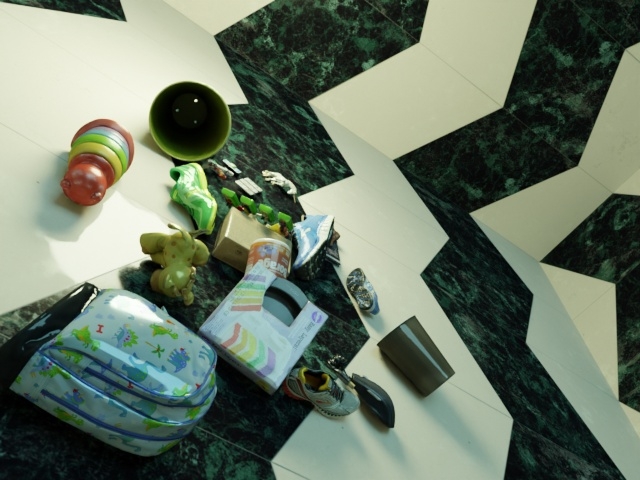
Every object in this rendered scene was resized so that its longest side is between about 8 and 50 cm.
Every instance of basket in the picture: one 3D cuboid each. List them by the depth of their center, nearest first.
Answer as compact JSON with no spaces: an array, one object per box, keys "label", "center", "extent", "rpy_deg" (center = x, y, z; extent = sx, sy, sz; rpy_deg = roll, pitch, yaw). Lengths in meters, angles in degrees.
[{"label":"basket","center":[0.320,0.382,1.933],"extent":[0.227,0.154,0.204],"rpy_deg":[51,25,15]}]

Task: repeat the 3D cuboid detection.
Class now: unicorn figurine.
[{"label":"unicorn figurine","center":[-0.161,-0.237,2.400],"extent":[0.111,0.060,0.162],"rpy_deg":[8,40,-48]}]

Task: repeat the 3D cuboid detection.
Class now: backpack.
[{"label":"backpack","center":[-0.373,0.245,1.122],"extent":[0.355,0.273,0.290],"rpy_deg":[49,17,-8]}]

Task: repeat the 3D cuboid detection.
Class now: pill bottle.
[{"label":"pill bottle","center":[-0.157,0.113,1.675],"extent":[0.121,0.121,0.216],"rpy_deg":[25,57,-29]}]

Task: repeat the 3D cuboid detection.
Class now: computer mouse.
[{"label":"computer mouse","center":[0.125,0.408,1.642],"extent":[0.262,0.060,0.184],"rpy_deg":[48,1,18]}]

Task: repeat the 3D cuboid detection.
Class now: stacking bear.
[{"label":"stacking bear","center":[-0.616,-0.199,1.608],"extent":[0.175,0.164,0.289],"rpy_deg":[29,31,-22]}]

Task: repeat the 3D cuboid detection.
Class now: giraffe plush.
[{"label":"giraffe plush","center":[-0.368,0.073,1.505],"extent":[0.181,0.210,0.170],"rpy_deg":[24,58,-37]}]

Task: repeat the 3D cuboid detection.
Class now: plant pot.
[{"label":"plant pot","center":[-0.471,-0.452,2.138],"extent":[0.275,0.275,0.293],"rpy_deg":[30,11,-20]}]

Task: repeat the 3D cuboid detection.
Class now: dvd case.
[{"label":"dvd case","center":[0.000,0.000,2.277],"extent":[0.164,0.018,0.221],"rpy_deg":[30,26,-22]}]

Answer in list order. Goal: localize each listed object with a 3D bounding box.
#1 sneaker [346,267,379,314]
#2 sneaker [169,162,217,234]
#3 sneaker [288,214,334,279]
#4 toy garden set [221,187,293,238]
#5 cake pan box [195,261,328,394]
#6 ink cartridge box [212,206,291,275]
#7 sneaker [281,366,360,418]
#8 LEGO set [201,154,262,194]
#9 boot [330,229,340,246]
[{"label":"sneaker","center":[0.155,0.186,2.131],"extent":[0.081,0.080,0.211],"rpy_deg":[42,21,-40]},{"label":"sneaker","center":[-0.406,-0.125,1.856],"extent":[0.123,0.109,0.295],"rpy_deg":[-6,48,-28]},{"label":"sneaker","center":[-0.051,0.018,2.081],"extent":[0.147,0.130,0.330],"rpy_deg":[9,36,10]},{"label":"toy garden set","center":[-0.210,-0.075,1.979],"extent":[0.244,0.049,0.204],"rpy_deg":[24,-14,8]},{"label":"cake pan box","center":[-0.142,0.218,1.512],"extent":[0.246,0.070,0.267],"rpy_deg":[40,55,1]},{"label":"ink cartridge box","center":[-0.211,0.024,1.862],"extent":[0.234,0.088,0.193],"rpy_deg":[31,25,-17]},{"label":"sneaker","center":[0.012,0.394,1.528],"extent":[0.225,0.093,0.088],"rpy_deg":[27,48,-23]},{"label":"LEGO set","center":[-0.342,-0.243,2.206],"extent":[0.244,0.060,0.182],"rpy_deg":[40,13,-1]},{"label":"boot","center":[0.023,-0.028,2.297],"extent":[0.106,0.037,0.114],"rpy_deg":[40,28,5]}]
